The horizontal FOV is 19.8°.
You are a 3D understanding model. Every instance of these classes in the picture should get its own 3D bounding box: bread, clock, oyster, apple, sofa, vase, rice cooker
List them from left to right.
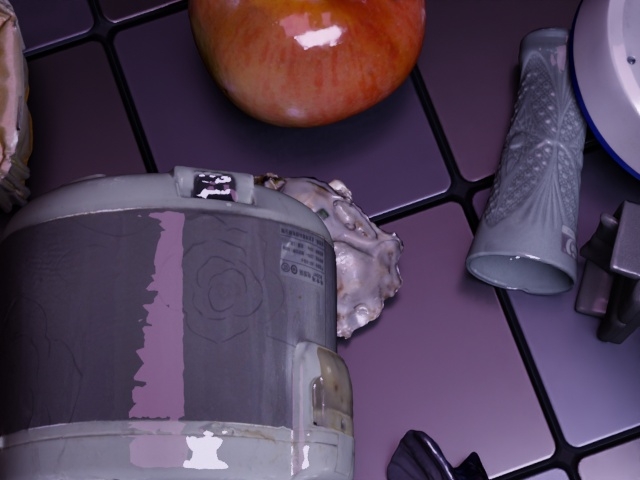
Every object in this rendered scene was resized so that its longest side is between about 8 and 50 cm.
[{"bbox_3d":[-0.353,-0.116,1.581,0.210,0.110,0.192,-4,81,-1],"label":"bread"},{"bbox_3d":[-0.116,0.104,1.433,0.288,0.288,0.277,-2,74,0],"label":"rice cooker"},{"bbox_3d":[-0.012,-0.197,1.573,0.209,0.164,0.209,0,72,0],"label":"apple"},{"bbox_3d":[0.002,-0.002,1.577,0.108,0.053,0.165,-38,85,9],"label":"oyster"},{"bbox_3d":[0.191,-0.072,1.578,0.096,0.096,0.219,12,72,3],"label":"vase"},{"bbox_3d":[0.244,0.027,1.519,0.060,0.147,0.085,15,75,1],"label":"sofa"},{"bbox_3d":[0.330,-0.153,1.567,0.230,0.083,0.230,7,71,-22],"label":"clock"}]

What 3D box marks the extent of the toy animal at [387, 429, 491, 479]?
[{"bbox_3d":[0.119,0.294,1.455,0.185,0.122,0.298,-1,57,-8],"label":"toy animal"}]
